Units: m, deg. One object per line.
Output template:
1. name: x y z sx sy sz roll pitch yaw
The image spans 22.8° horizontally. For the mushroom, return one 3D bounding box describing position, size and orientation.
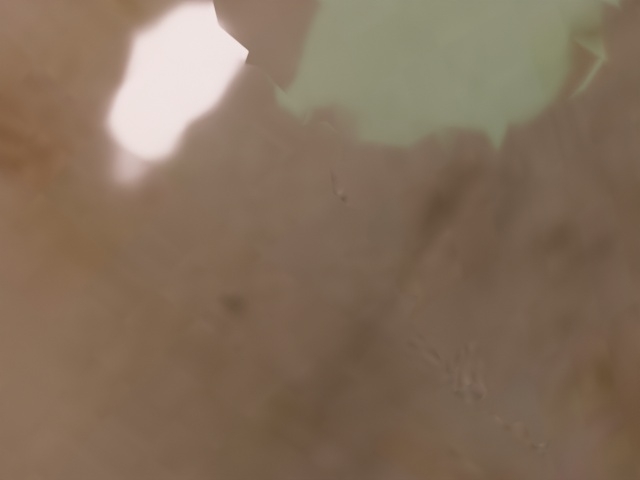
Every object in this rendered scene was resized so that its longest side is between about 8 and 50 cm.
1. mushroom: 0.000 0.000 0.495 0.362 0.294 0.362 -5 102 -22
